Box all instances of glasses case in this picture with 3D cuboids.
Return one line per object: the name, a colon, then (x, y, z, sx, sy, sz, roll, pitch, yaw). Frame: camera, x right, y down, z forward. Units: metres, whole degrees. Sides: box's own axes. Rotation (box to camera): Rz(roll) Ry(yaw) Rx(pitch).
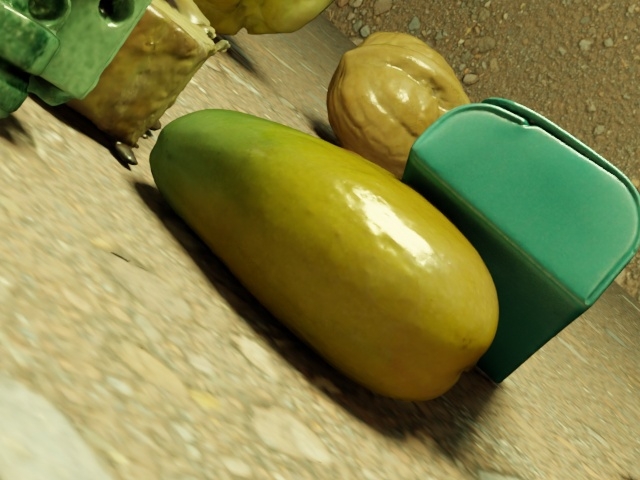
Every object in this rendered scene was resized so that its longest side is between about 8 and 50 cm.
glasses case: (0.100, 0.006, 0.801, 0.117, 0.070, 0.301, 41, -9, 7)

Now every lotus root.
lotus root: (-0.133, -0.133, 0.803, 0.170, 0.074, 0.260, 34, 10, -17)

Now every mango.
mango: (0.000, 0.000, 0.677, 0.195, 0.092, 0.130, 33, 10, 13)

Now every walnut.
walnut: (0.079, -0.127, 1.399, 0.166, 0.149, 0.166, 25, 50, -33)

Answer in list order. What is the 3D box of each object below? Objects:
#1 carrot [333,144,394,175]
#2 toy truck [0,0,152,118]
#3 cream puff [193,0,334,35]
carrot: (0.080, -0.018, 1.166, 0.224, 0.057, 0.057, 38, 9, 8)
toy truck: (-0.180, -0.166, 0.547, 0.279, 0.155, 0.156, 32, 4, -40)
cream puff: (-0.084, -0.371, 1.342, 0.257, 0.324, 0.291, 6, 56, -22)
